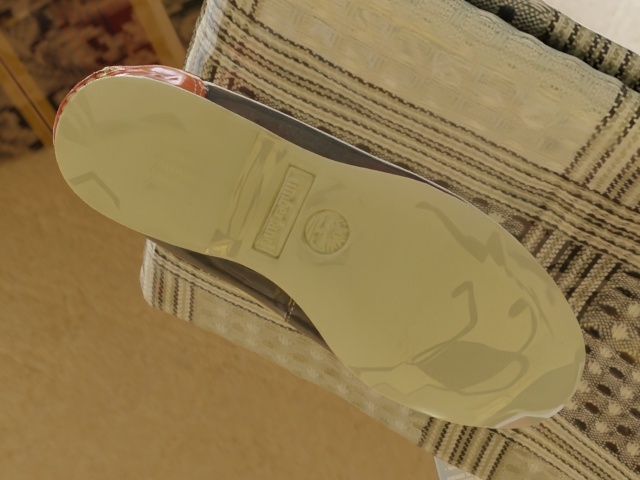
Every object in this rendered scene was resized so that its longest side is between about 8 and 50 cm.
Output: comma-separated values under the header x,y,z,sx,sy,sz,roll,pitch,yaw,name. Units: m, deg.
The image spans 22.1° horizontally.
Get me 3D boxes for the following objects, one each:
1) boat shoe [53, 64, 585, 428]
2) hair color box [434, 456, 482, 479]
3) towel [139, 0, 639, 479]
x,y,z,sx,sy,sz,roll,pitch,yaw,name
0.000,0.000,0.387,0.137,0.043,0.049,27,92,-7,boat shoe
0.201,0.192,1.295,0.185,0.113,0.374,-7,79,-39,hair color box
0.076,0.022,0.702,0.324,0.312,0.056,28,55,3,towel
